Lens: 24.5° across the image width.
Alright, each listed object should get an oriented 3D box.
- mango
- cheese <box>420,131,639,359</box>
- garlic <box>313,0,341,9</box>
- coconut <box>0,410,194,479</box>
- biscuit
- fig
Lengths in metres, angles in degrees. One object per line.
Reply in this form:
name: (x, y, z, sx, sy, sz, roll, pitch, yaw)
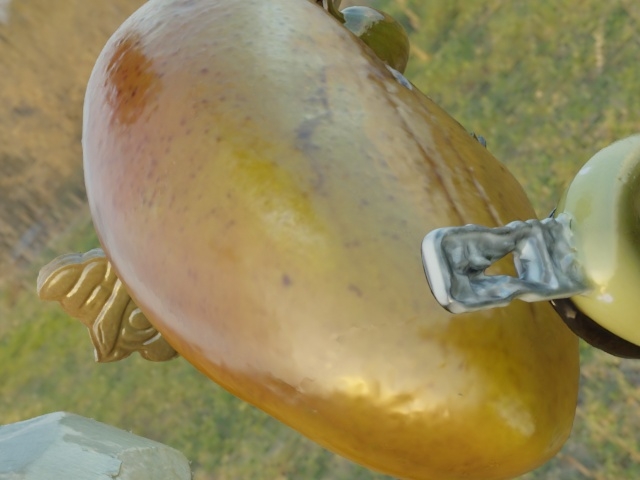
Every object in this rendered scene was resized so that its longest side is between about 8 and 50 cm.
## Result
mango: (0.000, 0.000, 0.731, 0.199, 0.201, 0.350, -22, 42, -15)
cheese: (0.097, 0.004, 0.505, 0.162, 0.086, 0.036, -5, -11, -38)
garlic: (-0.065, -0.284, 1.475, 0.207, 0.207, 0.256, -59, 5, -35)
coconut: (-0.211, 0.286, 1.326, 0.245, 0.247, 0.245, -161, 90, -84)
biscuit: (-0.158, 0.061, 1.476, 0.035, 0.250, 0.162, -110, 34, -52)
fig: (0.022, -0.128, 0.893, 0.050, 0.083, 0.050, -18, 47, 21)
